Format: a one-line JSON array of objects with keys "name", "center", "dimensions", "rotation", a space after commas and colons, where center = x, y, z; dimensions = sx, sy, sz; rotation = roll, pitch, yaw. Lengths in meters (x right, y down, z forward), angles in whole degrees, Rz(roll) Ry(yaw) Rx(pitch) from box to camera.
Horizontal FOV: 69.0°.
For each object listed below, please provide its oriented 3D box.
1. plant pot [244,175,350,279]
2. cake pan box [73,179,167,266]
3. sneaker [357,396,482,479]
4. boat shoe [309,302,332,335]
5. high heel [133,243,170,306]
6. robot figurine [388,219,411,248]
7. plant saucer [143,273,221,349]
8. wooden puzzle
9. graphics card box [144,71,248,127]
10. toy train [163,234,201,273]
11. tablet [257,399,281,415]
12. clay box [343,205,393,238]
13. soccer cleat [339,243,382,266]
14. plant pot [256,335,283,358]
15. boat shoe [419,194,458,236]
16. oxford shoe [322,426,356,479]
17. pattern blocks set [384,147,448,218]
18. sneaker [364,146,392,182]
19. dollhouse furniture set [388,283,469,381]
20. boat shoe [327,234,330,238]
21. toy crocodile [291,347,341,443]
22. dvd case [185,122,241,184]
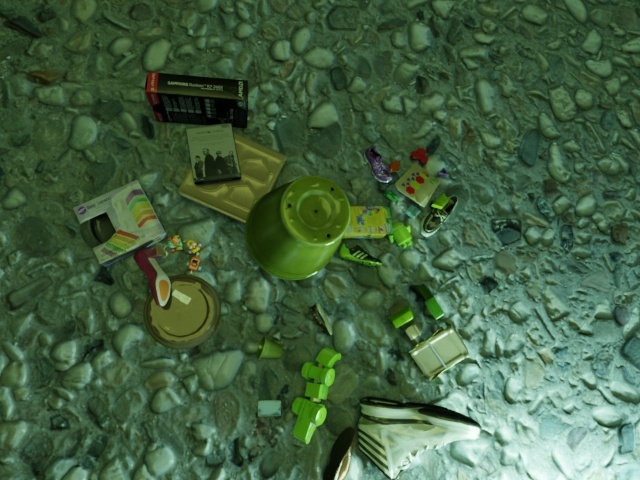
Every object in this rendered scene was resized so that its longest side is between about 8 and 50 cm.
[{"name": "plant pot", "center": [-0.061, -0.065, 1.641], "dimensions": [0.366, 0.353, 0.366], "rotation": [4, 77, -16]}, {"name": "cake pan box", "center": [-0.750, -0.064, 1.741], "dimensions": [0.267, 0.070, 0.245], "rotation": [-27, 80, -14]}, {"name": "sneaker", "center": [0.348, 0.734, 1.691], "dimensions": [0.447, 0.169, 0.257], "rotation": [9, 83, 1]}, {"name": "boat shoe", "center": [0.004, 0.306, 1.784], "dimensions": [0.042, 0.049, 0.133], "rotation": [-29, 89, 13]}, {"name": "high heel", "center": [-0.620, 0.136, 1.690], "dimensions": [0.117, 0.082, 0.244], "rotation": [-21, 71, 15]}, {"name": "robot figurine", "center": [0.328, -0.026, 1.905], "dimensions": [0.101, 0.067, 0.115], "rotation": [-30, 82, -6]}, {"name": "plant saucer", "center": [-0.509, 0.259, 1.713], "dimensions": [0.278, 0.041, 0.278], "rotation": [2, 75, -8]}, {"name": "wooden puzzle", "center": [-0.345, -0.256, 1.854], "dimensions": [0.322, 0.080, 0.348], "rotation": [24, 69, -3]}, {"name": "graphics card box", "center": [-0.469, -0.542, 1.821], "dimensions": [0.371, 0.233, 0.094], "rotation": [3, 75, -8]}, {"name": "toy train", "center": [-0.518, 0.046, 1.761], "dimensions": [0.166, 0.046, 0.125], "rotation": [23, 73, -3]}, {"name": "tablet", "center": [-0.185, 0.610, 1.694], "dimensions": [0.083, 0.006, 0.054], "rotation": [2, 76, -8]}, {"name": "clay box", "center": [0.177, -0.073, 1.896], "dimensions": [0.222, 0.053, 0.127], "rotation": [0, 69, -10]}, {"name": "soccer cleat", "center": [0.163, 0.058, 1.863], "dimensions": [0.179, 0.060, 0.072], "rotation": [14, 73, -3]}, {"name": "plant pot", "center": [-0.183, 0.403, 1.715], "dimensions": [0.079, 0.083, 0.083], "rotation": [21, 73, -16]}, {"name": "boat shoe", "center": [0.496, -0.109, 1.952], "dimensions": [0.078, 0.070, 0.219], "rotation": [40, 73, 2]}, {"name": "oxford shoe", "center": [0.082, 0.781, 1.673], "dimensions": [0.076, 0.076, 0.212], "rotation": [38, 68, -30]}, {"name": "pattern blocks set", "center": [0.408, -0.236, 1.945], "dimensions": [0.325, 0.026, 0.285], "rotation": [-35, 75, -29]}, {"name": "sneaker", "center": [0.242, -0.320, 1.964], "dimensions": [0.068, 0.071, 0.170], "rotation": [-34, 84, -15]}, {"name": "dollhouse furniture set", "center": [0.416, 0.359, 1.826], "dimensions": [0.197, 0.151, 0.301], "rotation": [-33, 101, 5]}, {"name": "boat shoe", "center": [0.001, 0.002, 1.863], "dimensions": [0.153, 0.048, 0.056], "rotation": [-40, 81, -22]}, {"name": "toy crocodile", "center": [-0.015, 0.556, 1.691], "dimensions": [0.115, 0.105, 0.340], "rotation": [5, 71, 35]}, {"name": "dvd case", "center": [-0.416, -0.339, 1.808], "dimensions": [0.179, 0.029, 0.238], "rotation": [-9, 73, -13]}]
